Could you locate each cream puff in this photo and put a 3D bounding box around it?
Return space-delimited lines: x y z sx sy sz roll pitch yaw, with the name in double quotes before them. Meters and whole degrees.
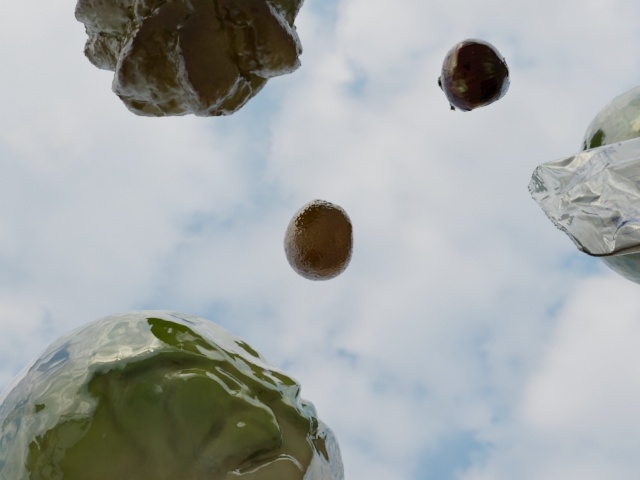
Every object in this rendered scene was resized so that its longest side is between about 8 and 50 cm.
"cream puff" -0.130 -0.238 1.066 0.244 0.196 0.244 -4 -77 -16

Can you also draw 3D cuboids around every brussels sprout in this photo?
"brussels sprout" -0.138 0.213 0.870 0.268 0.344 0.344 48 -118 -51

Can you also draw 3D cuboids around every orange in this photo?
"orange" 0.000 0.000 1.079 0.085 0.085 0.085 3 -96 -27

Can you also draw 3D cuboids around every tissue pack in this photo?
"tissue pack" 0.214 -0.037 0.564 0.193 0.123 0.026 -13 -63 1

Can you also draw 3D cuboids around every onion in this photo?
"onion" 0.232 -0.254 1.603 0.118 0.117 0.119 3 -69 8

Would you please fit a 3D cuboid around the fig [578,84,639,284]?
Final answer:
"fig" 0.480 -0.092 1.429 0.316 0.316 0.316 3 -96 -27
